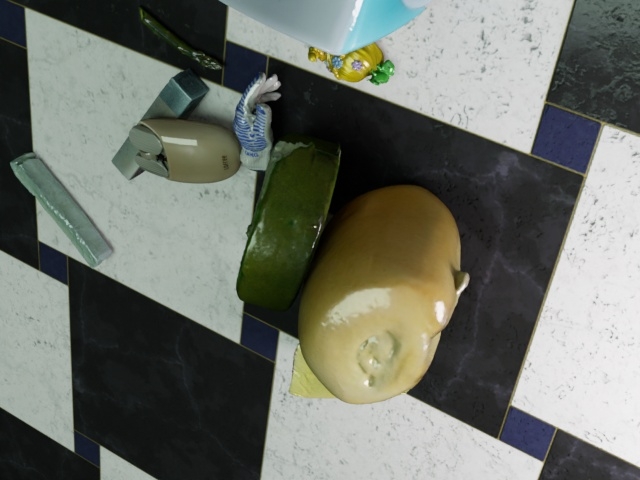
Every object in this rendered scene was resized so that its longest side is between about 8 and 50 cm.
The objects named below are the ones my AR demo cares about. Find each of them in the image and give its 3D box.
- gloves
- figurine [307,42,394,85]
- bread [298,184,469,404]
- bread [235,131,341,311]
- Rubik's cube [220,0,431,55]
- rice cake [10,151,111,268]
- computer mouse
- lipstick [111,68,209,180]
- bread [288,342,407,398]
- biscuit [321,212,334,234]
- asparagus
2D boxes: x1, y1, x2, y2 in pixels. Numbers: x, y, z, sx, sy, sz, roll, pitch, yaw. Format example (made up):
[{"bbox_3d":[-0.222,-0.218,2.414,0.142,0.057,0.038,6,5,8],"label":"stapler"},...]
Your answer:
[{"bbox_3d":[-0.125,-0.237,1.910,0.119,0.097,0.229,-119,31,-43],"label":"gloves"},{"bbox_3d":[0.050,-0.324,1.732,0.156,0.115,0.095,40,142,6],"label":"figurine"},{"bbox_3d":[0.098,0.087,1.772,0.253,0.376,0.348,25,125,-4],"label":"bread"},{"bbox_3d":[-0.062,-0.054,1.795,0.129,0.366,0.382,17,144,-4],"label":"bread"},{"bbox_3d":[0.018,-0.529,1.469,0.347,0.351,0.352,32,128,15],"label":"Rubik's cube"},{"bbox_3d":[-0.648,-0.079,2.397,0.063,0.066,0.336,-35,93,43],"label":"rice cake"},{"bbox_3d":[-0.283,-0.186,2.009,0.237,0.082,0.145,8,137,9],"label":"computer mouse"},{"bbox_3d":[-0.355,-0.248,2.090,0.068,0.066,0.317,48,133,-1],"label":"lipstick"},{"bbox_3d":[0.079,0.283,2.041,0.264,0.168,0.163,26,130,19],"label":"bread"},{"bbox_3d":[0.004,-0.001,2.013,0.250,0.032,0.133,28,128,20],"label":"biscuit"},{"bbox_3d":[-0.294,-0.411,1.976,0.236,0.027,0.034,36,142,12],"label":"asparagus"}]
